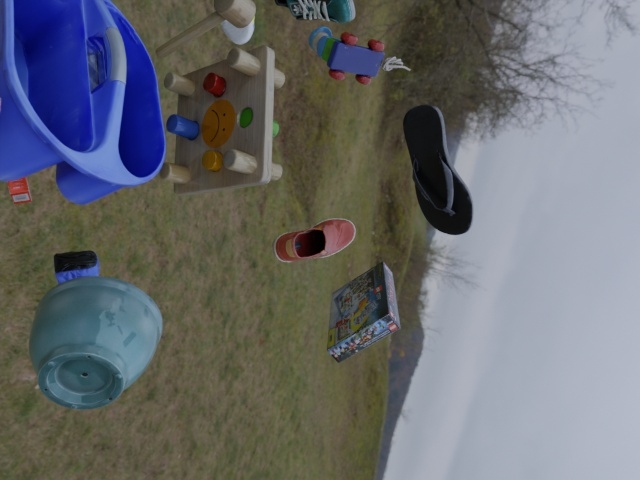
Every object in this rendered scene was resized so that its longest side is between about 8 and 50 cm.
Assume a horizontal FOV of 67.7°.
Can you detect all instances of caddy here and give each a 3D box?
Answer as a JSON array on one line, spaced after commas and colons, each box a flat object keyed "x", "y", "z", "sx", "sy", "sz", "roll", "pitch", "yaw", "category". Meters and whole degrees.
[{"x": -0.338, "y": -0.218, "z": 0.662, "sx": 0.241, "sy": 0.179, "sz": 0.341, "roll": 25, "pitch": 46, "yaw": -61, "category": "caddy"}]

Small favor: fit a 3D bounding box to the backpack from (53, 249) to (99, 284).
[{"x": -0.749, "y": 0.085, "z": 1.476, "sx": 0.098, "sy": 0.120, "sz": 0.101, "roll": 60, "pitch": -29, "yaw": 36, "category": "backpack"}]

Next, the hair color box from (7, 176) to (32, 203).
[{"x": -0.915, "y": -0.205, "z": 1.431, "sx": 0.093, "sy": 0.053, "sz": 0.167, "roll": -33, "pitch": -106, "yaw": 60, "category": "hair color box"}]

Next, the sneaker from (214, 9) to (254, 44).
[{"x": -0.187, "y": -0.552, "z": 1.089, "sx": 0.126, "sy": 0.091, "sz": 0.240, "roll": -7, "pitch": 82, "yaw": -73, "category": "sneaker"}]

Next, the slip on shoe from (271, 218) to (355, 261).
[{"x": 0.000, "y": 0.000, "z": 1.546, "sx": 0.331, "sy": 0.101, "sz": 0.123, "roll": -14, "pitch": 97, "yaw": -40, "category": "slip on shoe"}]

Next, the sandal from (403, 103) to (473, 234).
[{"x": 0.209, "y": -0.122, "z": 0.888, "sx": 0.054, "sy": 0.097, "sz": 0.254, "roll": -36, "pitch": 106, "yaw": -56, "category": "sandal"}]

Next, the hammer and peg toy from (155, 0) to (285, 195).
[{"x": -0.195, "y": -0.275, "z": 0.931, "sx": 0.127, "sy": 0.266, "sz": 0.361, "roll": 8, "pitch": 81, "yaw": -54, "category": "hammer and peg toy"}]

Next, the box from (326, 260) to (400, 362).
[{"x": 0.095, "y": 0.155, "z": 1.084, "sx": 0.159, "sy": 0.044, "sz": 0.233, "roll": -33, "pitch": -161, "yaw": 18, "category": "box"}]

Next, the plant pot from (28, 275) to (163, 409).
[{"x": -0.526, "y": 0.255, "z": 1.096, "sx": 0.196, "sy": 0.293, "sz": 0.293, "roll": -109, "pitch": -155, "yaw": -58, "category": "plant pot"}]

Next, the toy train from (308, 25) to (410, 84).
[{"x": 0.098, "y": -0.472, "z": 1.210, "sx": 0.248, "sy": 0.143, "sz": 0.105, "roll": -6, "pitch": 131, "yaw": -38, "category": "toy train"}]

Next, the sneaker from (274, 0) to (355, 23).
[{"x": -0.023, "y": -0.684, "z": 1.389, "sx": 0.121, "sy": 0.302, "sz": 0.108, "roll": -35, "pitch": 138, "yaw": -15, "category": "sneaker"}]
